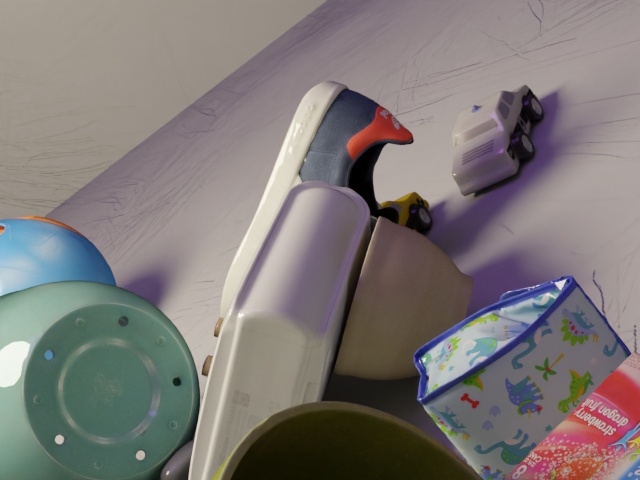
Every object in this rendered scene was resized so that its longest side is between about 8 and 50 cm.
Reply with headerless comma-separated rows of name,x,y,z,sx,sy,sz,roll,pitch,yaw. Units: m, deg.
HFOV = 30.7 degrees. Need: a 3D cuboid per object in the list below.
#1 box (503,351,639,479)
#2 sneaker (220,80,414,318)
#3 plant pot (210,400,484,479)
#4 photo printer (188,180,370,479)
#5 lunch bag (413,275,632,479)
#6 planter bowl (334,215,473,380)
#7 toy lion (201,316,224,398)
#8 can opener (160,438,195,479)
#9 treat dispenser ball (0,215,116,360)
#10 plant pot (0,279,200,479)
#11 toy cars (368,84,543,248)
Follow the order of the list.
box,0.234,0.177,0.664,0.128,0.123,0.257,-43,20,-6
sneaker,0.000,0.000,1.350,0.350,0.148,0.131,-69,-13,18
plant pot,-0.032,0.295,0.741,0.293,0.275,0.275,-45,13,34
photo printer,-0.033,0.096,1.171,0.307,0.107,0.256,-68,-7,-59
lunch bag,0.169,0.112,0.920,0.151,0.129,0.096,-34,21,17
planter bowl,0.087,0.067,1.144,0.162,0.109,0.162,15,-90,-86
toy lion,-0.115,0.143,1.311,0.100,0.034,0.096,-76,6,-52
can opener,-0.180,0.284,1.155,0.074,0.093,0.280,-5,19,42
treat dispenser ball,-0.465,0.105,1.843,0.288,0.288,0.288,-34,20,14
plant pot,-0.266,0.176,1.270,0.293,0.293,0.235,-50,13,-28
toy cars,0.138,-0.076,1.449,0.393,0.087,0.176,-44,20,-13
